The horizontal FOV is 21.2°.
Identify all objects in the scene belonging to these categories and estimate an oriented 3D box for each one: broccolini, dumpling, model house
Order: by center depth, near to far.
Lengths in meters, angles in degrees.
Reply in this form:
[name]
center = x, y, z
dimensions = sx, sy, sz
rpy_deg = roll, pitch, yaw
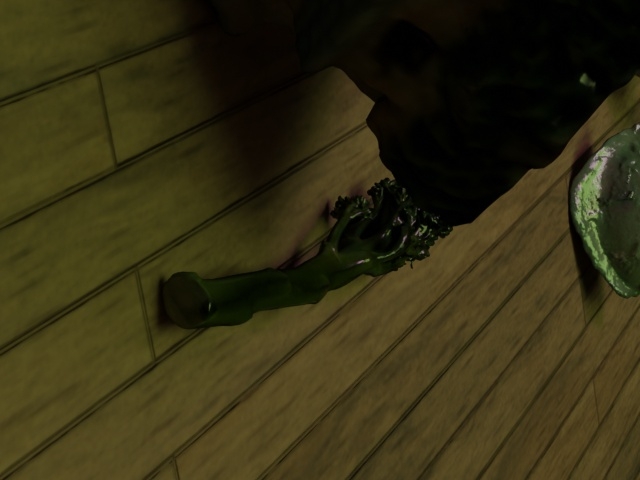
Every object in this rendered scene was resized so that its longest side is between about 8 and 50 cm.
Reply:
[model house]
center = 0.093, -0.323, 1.112
dimensions = 0.400, 0.445, 0.395
rpy_deg = 36, 48, -10
[broccolini]
center = -0.005, 0.002, 1.236
dimensions = 0.074, 0.079, 0.392
rpy_deg = 47, 20, 14
[dumpling]
center = 0.365, -0.039, 2.031
dimensions = 0.149, 0.105, 0.216
rpy_deg = 18, 71, -65

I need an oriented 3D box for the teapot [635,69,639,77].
[teapot]
center = 0.470, -0.266, 2.256
dimensions = 0.318, 0.149, 0.220
rpy_deg = 54, 31, -49
